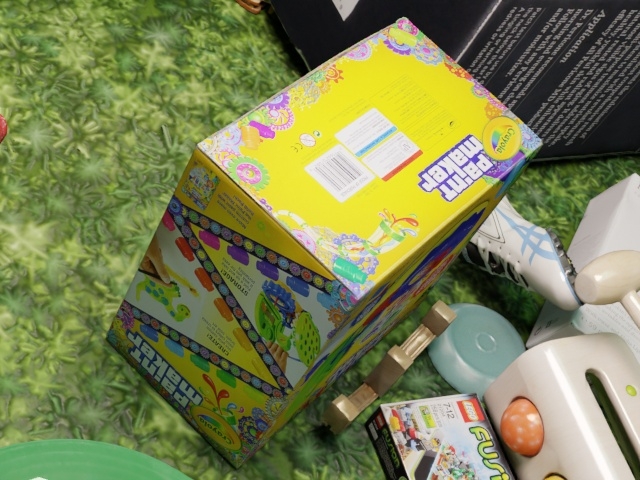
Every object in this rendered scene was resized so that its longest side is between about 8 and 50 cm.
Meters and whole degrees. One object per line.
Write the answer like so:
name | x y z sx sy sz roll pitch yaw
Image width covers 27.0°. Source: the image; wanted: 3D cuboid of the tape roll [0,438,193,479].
tape roll | -0.184 0.305 0.983 0.321 0.077 0.321 15 49 -17

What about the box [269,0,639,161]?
box | 0.198 -0.353 1.545 0.472 0.297 0.480 -6 57 -38

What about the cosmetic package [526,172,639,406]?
cosmetic package | 0.318 0.051 1.416 0.117 0.085 0.231 38 55 -10

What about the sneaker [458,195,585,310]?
sneaker | 0.195 0.013 1.367 0.086 0.085 0.237 -35 34 -3

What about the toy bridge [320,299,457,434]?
toy bridge | 0.063 0.124 1.264 0.026 0.063 0.188 43 49 9

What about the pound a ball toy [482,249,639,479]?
pound a ball toy | 0.259 0.194 1.207 0.136 0.208 0.319 -7 60 -28

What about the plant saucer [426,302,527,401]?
plant saucer | 0.165 0.109 1.360 0.119 0.021 0.119 15 49 -18

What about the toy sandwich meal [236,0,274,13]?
toy sandwich meal | -0.066 -0.296 1.559 0.086 0.029 0.085 17 47 -19

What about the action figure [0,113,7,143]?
action figure | -0.399 -0.087 1.148 0.091 0.139 0.280 45 50 12

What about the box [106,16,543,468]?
box | 0.000 0.000 1.183 0.177 0.279 0.290 43 48 10

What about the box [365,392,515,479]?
box | 0.129 0.242 1.224 0.114 0.036 0.207 -4 57 -30
